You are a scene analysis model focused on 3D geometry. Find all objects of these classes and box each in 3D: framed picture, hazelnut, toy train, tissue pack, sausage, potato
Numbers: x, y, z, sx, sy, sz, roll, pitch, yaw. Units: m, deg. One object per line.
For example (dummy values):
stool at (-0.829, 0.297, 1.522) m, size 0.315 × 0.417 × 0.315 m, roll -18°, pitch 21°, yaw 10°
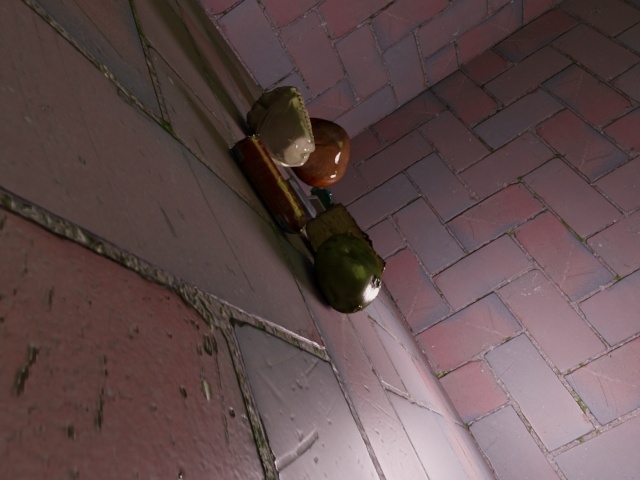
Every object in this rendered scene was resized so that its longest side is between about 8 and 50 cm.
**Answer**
framed picture at (0.009, -0.060, 1.544) m, size 0.252 × 0.014 × 0.197 m, roll 58°, pitch 22°, yaw 4°
hazelnut at (-0.022, -0.430, 2.008) m, size 0.372 × 0.316 × 0.372 m, roll 48°, pitch -27°, yaw 35°
toy train at (0.020, -0.133, 1.759) m, size 0.197 × 0.107 × 0.154 m, roll 60°, pitch 0°, yaw 18°
tissue pack at (-0.072, -0.136, 1.365) m, size 0.156 × 0.051 × 0.112 m, roll 57°, pitch 10°, yaw -10°
sausage at (-0.110, -0.118, 0.960) m, size 0.263 × 0.083 × 0.083 m, roll 58°, pitch 7°, yaw -5°
potato at (0.063, 0.079, 1.013) m, size 0.186 × 0.148 × 0.253 m, roll 43°, pitch 16°, yaw 4°

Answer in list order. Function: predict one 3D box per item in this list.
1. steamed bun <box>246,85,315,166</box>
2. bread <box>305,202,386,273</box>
steamed bun at (-0.135, -0.369, 1.378) m, size 0.276 × 0.204 × 0.288 m, roll 63°, pitch 13°, yaw -62°
bread at (0.062, 0.021, 1.201) m, size 0.260 × 0.160 × 0.147 m, roll 51°, pitch 2°, yaw -8°
